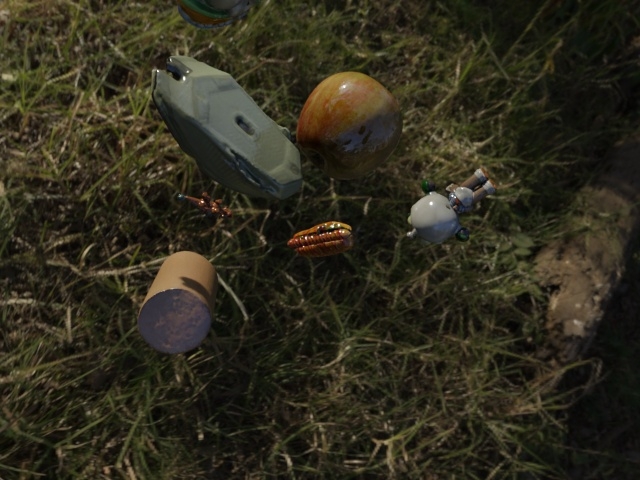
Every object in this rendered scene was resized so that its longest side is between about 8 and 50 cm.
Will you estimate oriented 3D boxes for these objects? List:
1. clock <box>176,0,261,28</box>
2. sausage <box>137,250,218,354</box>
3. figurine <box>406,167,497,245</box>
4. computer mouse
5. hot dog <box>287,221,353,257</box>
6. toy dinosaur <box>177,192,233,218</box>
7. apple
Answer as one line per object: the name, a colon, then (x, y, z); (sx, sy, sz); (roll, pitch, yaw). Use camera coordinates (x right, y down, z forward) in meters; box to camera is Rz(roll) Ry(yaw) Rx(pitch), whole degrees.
clock: (-0.128, -0.381, 0.858); (0.103, 0.144, 0.231); (50, 48, -9)
sausage: (-0.255, 0.103, 1.107); (0.123, 0.253, 0.123); (-2, 105, -6)
figurine: (0.257, -0.065, 1.189); (0.147, 0.197, 0.093); (56, 17, 7)
computer mouse: (-0.224, -0.247, 1.418); (0.429, 0.145, 0.228); (43, 46, -18)
hot dog: (-0.001, 0.000, 1.129); (0.038, 0.144, 0.062); (-14, 94, -55)
toy dinosaur: (-0.301, -0.092, 1.573); (0.154, 0.055, 0.049); (21, 62, -11)
apple: (0.067, -0.281, 1.490); (0.234, 0.257, 0.257); (-44, 97, -14)
